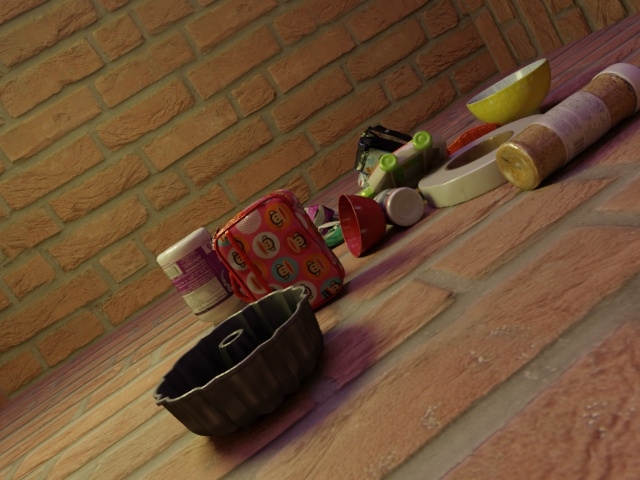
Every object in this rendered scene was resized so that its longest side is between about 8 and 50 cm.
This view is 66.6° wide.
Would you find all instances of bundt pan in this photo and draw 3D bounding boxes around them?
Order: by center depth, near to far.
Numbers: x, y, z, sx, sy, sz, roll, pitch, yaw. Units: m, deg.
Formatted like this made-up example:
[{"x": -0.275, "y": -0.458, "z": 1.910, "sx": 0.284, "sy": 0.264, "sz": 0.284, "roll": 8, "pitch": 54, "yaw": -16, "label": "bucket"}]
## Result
[{"x": -0.132, "y": 0.228, "z": 0.896, "sx": 0.330, "sy": 0.124, "sz": 0.331, "roll": -31, "pitch": 10, "yaw": 6, "label": "bundt pan"}]

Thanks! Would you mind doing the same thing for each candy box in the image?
[{"x": -0.045, "y": -0.044, "z": 1.835, "sx": 0.233, "sy": 0.071, "sz": 0.159, "roll": -8, "pitch": 60, "yaw": 68, "label": "candy box"}]

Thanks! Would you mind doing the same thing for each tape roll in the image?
[{"x": 0.459, "y": -0.222, "z": 1.369, "sx": 0.391, "sy": 0.072, "sz": 0.392, "roll": -31, "pitch": 10, "yaw": 6, "label": "tape roll"}]

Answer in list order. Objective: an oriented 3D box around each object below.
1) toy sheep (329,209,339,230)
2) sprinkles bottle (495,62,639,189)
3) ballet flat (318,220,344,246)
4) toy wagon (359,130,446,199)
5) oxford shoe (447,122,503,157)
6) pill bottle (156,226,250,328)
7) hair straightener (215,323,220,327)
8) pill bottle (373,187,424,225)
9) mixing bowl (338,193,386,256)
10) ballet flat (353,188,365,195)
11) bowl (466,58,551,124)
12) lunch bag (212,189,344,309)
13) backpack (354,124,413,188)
[{"x": 0.060, "y": -0.076, "z": 1.837, "sx": 0.091, "sy": 0.091, "sz": 0.132, "roll": -30, "pitch": 16, "yaw": 12, "label": "toy sheep"}, {"x": 0.558, "y": -0.253, "z": 1.076, "sx": 0.355, "sy": 0.121, "sz": 0.121, "roll": -35, "pitch": 11, "yaw": -12, "label": "sprinkles bottle"}, {"x": 0.000, "y": 0.000, "z": 1.650, "sx": 0.247, "sy": 0.087, "sz": 0.083, "roll": -32, "pitch": 11, "yaw": 6, "label": "ballet flat"}, {"x": 0.243, "y": -0.201, "z": 1.534, "sx": 0.344, "sy": 0.068, "sz": 0.267, "roll": -33, "pitch": -25, "yaw": 2, "label": "toy wagon"}, {"x": 0.491, "y": -0.315, "z": 1.644, "sx": 0.271, "sy": 0.097, "sz": 0.098, "roll": -27, "pitch": 6, "yaw": 28, "label": "oxford shoe"}, {"x": -0.320, "y": 0.127, "z": 1.413, "sx": 0.169, "sy": 0.302, "sz": 0.169, "roll": -31, "pitch": 11, "yaw": 7, "label": "pill bottle"}, {"x": -0.195, "y": 0.203, "z": 1.345, "sx": 0.230, "sy": 0.047, "sz": 0.089, "roll": -32, "pitch": 7, "yaw": -39, "label": "hair straightener"}, {"x": 0.214, "y": -0.097, "z": 1.409, "sx": 0.107, "sy": 0.108, "sz": 0.180, "roll": -34, "pitch": 10, "yaw": -9, "label": "pill bottle"}, {"x": 0.124, "y": -0.053, "z": 1.369, "sx": 0.098, "sy": 0.182, "sz": 0.181, "roll": -14, "pitch": 7, "yaw": -12, "label": "mixing bowl"}, {"x": 0.190, "y": -0.164, "z": 1.915, "sx": 0.248, "sy": 0.086, "sz": 0.086, "roll": -31, "pitch": 10, "yaw": 20, "label": "ballet flat"}, {"x": 0.671, "y": -0.479, "z": 1.679, "sx": 0.289, "sy": 0.156, "sz": 0.289, "roll": -32, "pitch": 10, "yaw": 7, "label": "bowl"}, {"x": -0.110, "y": 0.051, "z": 1.175, "sx": 0.258, "sy": 0.293, "sz": 0.120, "roll": -34, "pitch": 8, "yaw": 12, "label": "lunch bag"}, {"x": 0.258, "y": -0.277, "z": 1.757, "sx": 0.263, "sy": 0.213, "sz": 0.277, "roll": 8, "pitch": 26, "yaw": 5, "label": "backpack"}]
